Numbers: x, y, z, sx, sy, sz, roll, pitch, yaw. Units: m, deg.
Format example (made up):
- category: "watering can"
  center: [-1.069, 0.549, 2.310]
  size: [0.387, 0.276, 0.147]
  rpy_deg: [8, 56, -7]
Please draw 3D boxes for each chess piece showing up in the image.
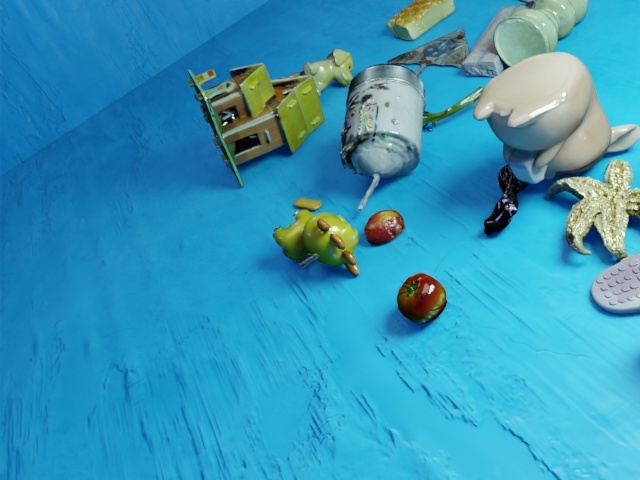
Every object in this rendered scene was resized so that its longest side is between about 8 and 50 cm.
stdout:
- category: "chess piece"
  center: [0.553, -0.537, 1.506]
  size: [0.251, 0.144, 0.144]
  rpy_deg: [-42, 36, -23]

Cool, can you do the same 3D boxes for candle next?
- category: "candle"
  center: [0.136, -0.225, 1.378]
  size: [0.187, 0.187, 0.330]
  rpy_deg: [-9, 58, 29]

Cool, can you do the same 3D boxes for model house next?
- category: "model house"
  center: [-0.177, -0.395, 1.753]
  size: [0.324, 0.300, 0.340]
  rpy_deg: [-24, 40, -7]

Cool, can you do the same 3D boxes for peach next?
- category: "peach"
  center: [0.128, -0.032, 1.277]
  size: [0.083, 0.050, 0.077]
  rpy_deg: [-26, 34, 15]

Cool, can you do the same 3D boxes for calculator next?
- category: "calculator"
  center: [0.487, 0.057, 0.916]
  size: [0.166, 0.024, 0.103]
  rpy_deg: [-24, 35, 15]

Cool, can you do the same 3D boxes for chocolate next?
- category: "chocolate"
  center: [0.350, -0.073, 1.155]
  size: [0.070, 0.072, 0.147]
  rpy_deg: [21, 59, 0]

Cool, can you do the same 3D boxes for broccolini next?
- category: "broccolini"
  center: [0.273, -0.323, 1.510]
  size: [0.271, 0.062, 0.123]
  rpy_deg: [-18, 52, 28]

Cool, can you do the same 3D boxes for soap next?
- category: "soap"
  center: [-0.030, -0.089, 1.494]
  size: [0.089, 0.012, 0.034]
  rpy_deg: [16, 56, 47]

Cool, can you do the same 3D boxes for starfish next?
- category: "starfish"
  center: [0.475, -0.065, 1.043]
  size: [0.216, 0.071, 0.238]
  rpy_deg: [11, 46, 37]

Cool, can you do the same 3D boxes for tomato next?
- category: "tomato"
  center: [0.175, 0.101, 1.055]
  size: [0.087, 0.075, 0.087]
  rpy_deg: [-32, 36, 26]

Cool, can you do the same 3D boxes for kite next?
- category: "kite"
  center: [0.309, -0.512, 1.761]
  size: [0.314, 0.011, 0.335]
  rpy_deg: [-46, 36, -19]

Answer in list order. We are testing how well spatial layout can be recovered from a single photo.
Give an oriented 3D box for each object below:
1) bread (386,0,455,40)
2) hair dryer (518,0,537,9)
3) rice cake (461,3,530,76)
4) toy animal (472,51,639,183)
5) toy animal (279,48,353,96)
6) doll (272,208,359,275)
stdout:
- category: "bread"
  center: [0.315, -0.707, 1.943]
  size: [0.188, 0.068, 0.125]
  rpy_deg: [-37, 35, -7]
- category: "hair dryer"
  center: [0.556, -0.631, 1.622]
  size: [0.063, 0.037, 0.114]
  rpy_deg: [-30, 40, -12]
- category: "rice cake"
  center: [0.471, -0.530, 1.623]
  size: [0.106, 0.050, 0.298]
  rpy_deg: [7, 50, 42]
- category: "toy animal"
  center: [0.413, -0.204, 1.100]
  size: [0.195, 0.256, 0.213]
  rpy_deg: [25, 74, 46]
- category: "toy animal"
  center: [-0.009, -0.494, 1.894]
  size: [0.233, 0.121, 0.168]
  rpy_deg: [-19, 19, 33]
- category: "doll"
  center: [0.000, 0.000, 1.264]
  size: [0.135, 0.143, 0.221]
  rpy_deg: [-40, 28, -15]
